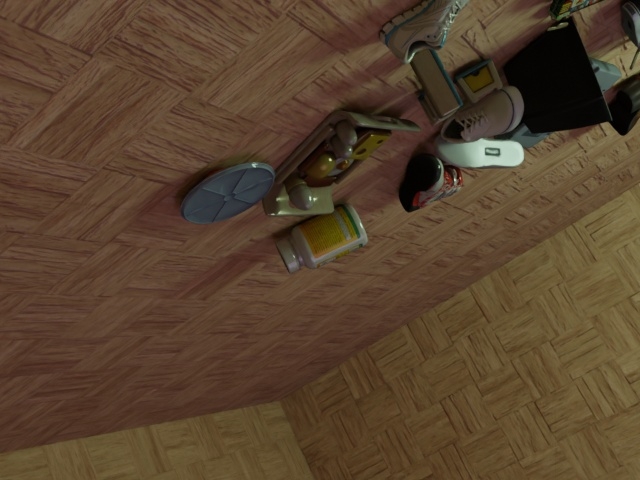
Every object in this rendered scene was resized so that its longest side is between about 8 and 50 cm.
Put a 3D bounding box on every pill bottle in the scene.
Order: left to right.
[{"bbox_3d":[0.000,0.000,1.855,0.209,0.117,0.117,-26,161,-6],"label":"pill bottle"}]

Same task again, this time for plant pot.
[{"bbox_3d":[0.494,-0.328,1.588,0.167,0.188,0.187,-20,165,22],"label":"plant pot"}]

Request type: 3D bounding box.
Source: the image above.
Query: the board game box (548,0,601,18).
[{"bbox_3d":[0.551,-0.503,1.381,0.260,0.030,0.136,-24,154,-14],"label":"board game box"}]

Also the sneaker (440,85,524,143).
[{"bbox_3d":[0.343,-0.255,1.617,0.091,0.094,0.258,-21,176,-17],"label":"sneaker"}]

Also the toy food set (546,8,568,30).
[{"bbox_3d":[0.476,-0.460,1.441,0.078,0.019,0.122,-18,152,-27],"label":"toy food set"}]

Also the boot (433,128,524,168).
[{"bbox_3d":[0.359,-0.210,1.830,0.258,0.095,0.123,6,175,-26],"label":"boot"}]

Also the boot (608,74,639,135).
[{"bbox_3d":[0.939,-0.431,2.093,0.280,0.096,0.264,-34,154,-1],"label":"boot"}]

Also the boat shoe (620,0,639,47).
[{"bbox_3d":[0.702,-0.480,1.619,0.083,0.065,0.183,-35,161,16],"label":"boat shoe"}]

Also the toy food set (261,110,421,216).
[{"bbox_3d":[0.043,-0.149,1.555,0.220,0.092,0.306,-5,152,-48],"label":"toy food set"}]

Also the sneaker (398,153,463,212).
[{"bbox_3d":[0.291,-0.164,1.867,0.145,0.090,0.270,-23,165,-15],"label":"sneaker"}]

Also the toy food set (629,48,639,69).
[{"bbox_3d":[0.757,-0.467,1.674,0.132,0.039,0.192,-62,170,-18],"label":"toy food set"}]

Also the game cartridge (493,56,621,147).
[{"bbox_3d":[0.588,-0.337,1.865,0.198,0.062,0.297,-10,155,-51],"label":"game cartridge"}]

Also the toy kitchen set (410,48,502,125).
[{"bbox_3d":[0.265,-0.317,1.434,0.166,0.122,0.207,-29,-178,3],"label":"toy kitchen set"}]

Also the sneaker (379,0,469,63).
[{"bbox_3d":[0.194,-0.357,1.227,0.191,0.082,0.071,-36,158,20],"label":"sneaker"}]

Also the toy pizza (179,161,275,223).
[{"bbox_3d":[-0.184,-0.098,1.476,0.201,0.032,0.201,-25,160,-9],"label":"toy pizza"}]
